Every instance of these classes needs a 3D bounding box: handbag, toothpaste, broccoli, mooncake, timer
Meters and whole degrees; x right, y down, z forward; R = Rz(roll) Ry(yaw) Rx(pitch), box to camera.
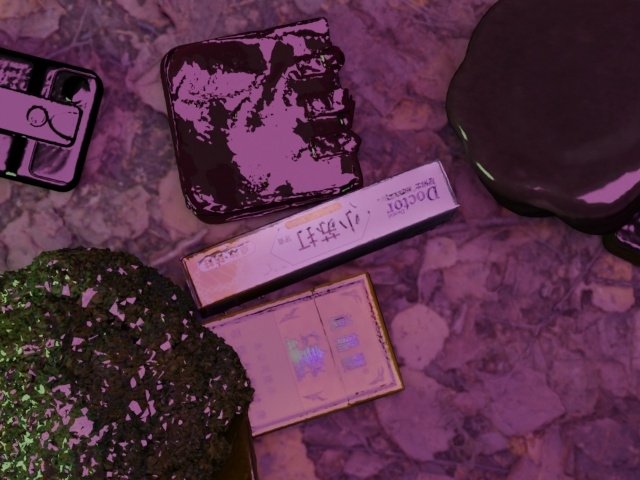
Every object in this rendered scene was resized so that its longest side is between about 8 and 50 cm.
[{"bbox_3d":[-0.064,-0.133,1.909,0.216,0.074,0.203,-13,84,-5],"label":"handbag"},{"bbox_3d":[0.000,0.000,1.888,0.312,0.089,0.071,-21,79,-4],"label":"toothpaste"},{"bbox_3d":[-0.248,0.188,1.743,0.413,0.310,0.321,47,114,4],"label":"broccoli"},{"bbox_3d":[0.297,-0.154,1.856,0.306,0.154,0.306,-5,75,17],"label":"mooncake"},{"bbox_3d":[-0.350,-0.143,1.907,0.187,0.055,0.144,14,84,0],"label":"timer"}]

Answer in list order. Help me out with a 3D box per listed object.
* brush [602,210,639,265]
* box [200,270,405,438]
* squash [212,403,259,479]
[{"bbox_3d":[0.412,-0.059,1.924,0.123,0.059,0.197,23,82,0],"label":"brush"},{"bbox_3d":[-0.029,0.133,1.883,0.220,0.064,0.141,-18,84,-2],"label":"box"},{"bbox_3d":[-0.061,0.320,1.812,0.169,0.093,0.252,24,98,-3],"label":"squash"}]
